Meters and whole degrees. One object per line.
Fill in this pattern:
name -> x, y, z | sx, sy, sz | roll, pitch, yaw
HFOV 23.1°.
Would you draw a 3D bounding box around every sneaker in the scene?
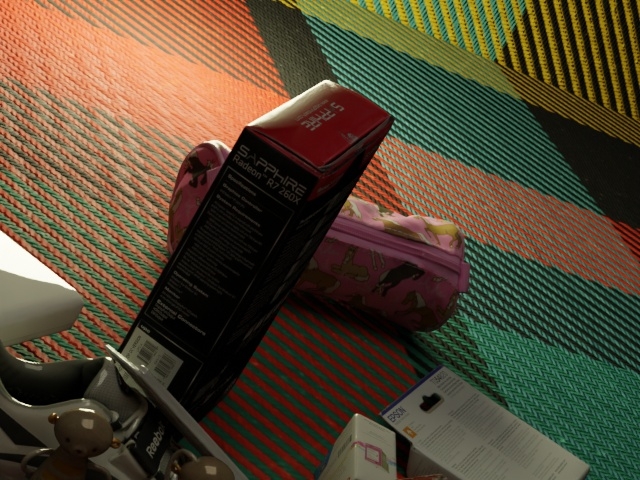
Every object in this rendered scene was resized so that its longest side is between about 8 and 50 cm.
sneaker -> -0.185, 0.185, 1.393 | 0.330, 0.146, 0.122 | 24, 22, -18

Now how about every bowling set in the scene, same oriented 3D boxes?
bowling set -> -0.115, 0.277, 1.273 | 0.287, 0.154, 0.200 | 20, 25, -20

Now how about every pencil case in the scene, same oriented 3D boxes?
pencil case -> 0.000, 0.000, 1.961 | 0.386, 0.160, 0.167 | 18, 25, -28

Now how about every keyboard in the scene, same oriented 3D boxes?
keyboard -> -0.113, 0.187, 1.448 | 0.072, 0.014, 0.256 | 20, -27, 51

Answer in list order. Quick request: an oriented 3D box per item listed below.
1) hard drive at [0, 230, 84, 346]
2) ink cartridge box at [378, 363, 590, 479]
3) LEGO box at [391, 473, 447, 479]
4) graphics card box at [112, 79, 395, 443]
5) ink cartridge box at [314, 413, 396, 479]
hard drive -> -0.412, 0.033, 1.452 | 0.233, 0.047, 0.353 | 36, 22, 19
ink cartridge box -> 0.185, 0.249, 1.815 | 0.224, 0.045, 0.223 | 35, 23, 14
LEGO box -> -0.078, 0.382, 0.734 | 0.372, 0.193, 0.500 | 4, 72, -47
graphics card box -> -0.081, 0.031, 1.536 | 0.094, 0.371, 0.233 | 33, 25, 7
ink cartridge box -> 0.034, 0.249, 1.586 | 0.052, 0.088, 0.122 | 29, 24, -10
